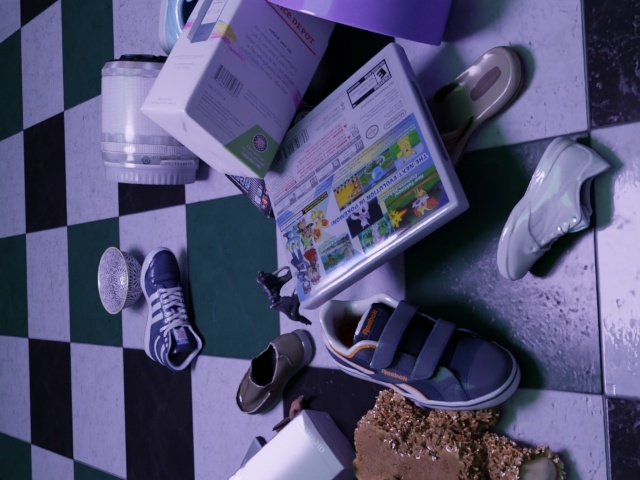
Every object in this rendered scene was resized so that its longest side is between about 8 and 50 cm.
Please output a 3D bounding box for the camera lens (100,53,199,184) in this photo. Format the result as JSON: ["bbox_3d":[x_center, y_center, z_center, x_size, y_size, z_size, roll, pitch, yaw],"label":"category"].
[{"bbox_3d":[-0.375,-0.268,1.762,0.219,0.219,0.274,11,101,49],"label":"camera lens"}]

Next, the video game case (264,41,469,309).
[{"bbox_3d":[0.049,-0.096,1.241,0.329,0.036,0.299,-36,59,33],"label":"video game case"}]

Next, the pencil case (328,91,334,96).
[{"bbox_3d":[0.075,-0.159,1.333,0.086,0.088,0.206,-28,70,30],"label":"pencil case"}]

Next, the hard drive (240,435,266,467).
[{"bbox_3d":[-0.111,0.479,1.609,0.135,0.022,0.094,49,126,38],"label":"hard drive"}]

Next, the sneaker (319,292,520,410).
[{"bbox_3d":[0.131,0.162,1.181,0.321,0.127,0.126,5,52,36],"label":"sneaker"}]

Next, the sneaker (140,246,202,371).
[{"bbox_3d":[-0.341,0.164,1.820,0.153,0.099,0.282,23,115,53],"label":"sneaker"}]

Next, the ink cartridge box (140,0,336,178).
[{"bbox_3d":[-0.120,-0.307,1.321,0.119,0.207,0.353,11,70,42],"label":"ink cartridge box"}]

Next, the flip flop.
[{"bbox_3d":[0.192,-0.182,1.197,0.277,0.080,0.112,-46,60,37],"label":"flip flop"}]

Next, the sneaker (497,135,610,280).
[{"bbox_3d":[0.314,-0.027,1.066,0.094,0.080,0.212,34,115,32],"label":"sneaker"}]

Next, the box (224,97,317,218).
[{"bbox_3d":[-0.098,-0.184,1.516,0.270,0.060,0.216,43,123,56],"label":"box"}]

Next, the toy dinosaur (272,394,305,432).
[{"bbox_3d":[-0.002,0.408,1.410,0.296,0.127,0.200,19,97,42],"label":"toy dinosaur"}]

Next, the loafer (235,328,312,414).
[{"bbox_3d":[-0.113,0.260,1.559,0.251,0.087,0.094,-55,51,35],"label":"loafer"}]

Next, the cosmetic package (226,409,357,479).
[{"bbox_3d":[-0.056,0.404,1.318,0.238,0.107,0.127,-47,61,10],"label":"cosmetic package"}]

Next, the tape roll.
[{"bbox_3d":[0.061,-0.374,1.202,0.275,0.275,0.090,32,115,45],"label":"tape roll"}]

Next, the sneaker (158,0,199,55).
[{"bbox_3d":[-0.272,-0.577,1.722,0.150,0.135,0.365,20,116,47],"label":"sneaker"}]

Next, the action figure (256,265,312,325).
[{"bbox_3d":[0.000,0.000,1.389,0.164,0.141,0.275,38,102,51],"label":"action figure"}]

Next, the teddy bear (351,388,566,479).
[{"bbox_3d":[0.208,0.342,1.181,0.338,0.113,0.245,-8,90,42],"label":"teddy bear"}]

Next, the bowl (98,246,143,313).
[{"bbox_3d":[-0.496,0.100,2.021,0.170,0.080,0.170,2,92,50],"label":"bowl"}]
